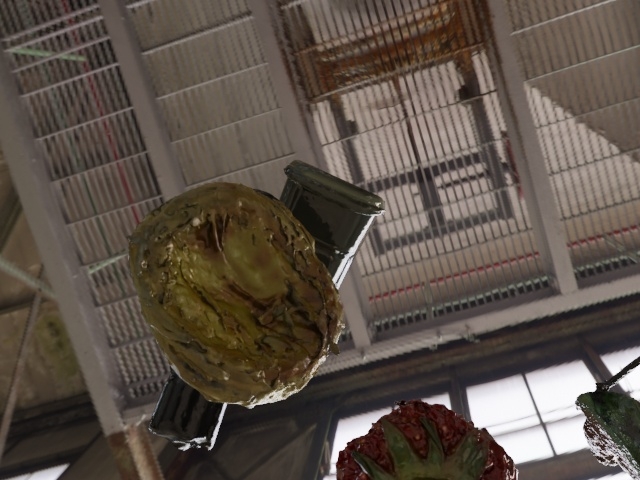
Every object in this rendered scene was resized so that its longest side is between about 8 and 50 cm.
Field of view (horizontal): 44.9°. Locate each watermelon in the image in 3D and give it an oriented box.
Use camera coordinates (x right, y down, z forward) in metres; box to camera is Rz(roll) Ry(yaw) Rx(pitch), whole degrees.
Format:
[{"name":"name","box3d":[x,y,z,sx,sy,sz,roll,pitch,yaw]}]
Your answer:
[{"name":"watermelon","box3d":[0.327,0.218,0.836,0.080,0.101,0.155,-19,-58,18]}]

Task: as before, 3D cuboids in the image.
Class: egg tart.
[{"name":"egg tart","box3d":[-0.095,0.059,0.816,0.252,0.098,0.232,33,-122,-16]}]

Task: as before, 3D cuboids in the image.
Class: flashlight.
[{"name":"flashlight","box3d":[-0.150,0.110,1.203,0.103,0.103,0.424,15,-114,4]}]

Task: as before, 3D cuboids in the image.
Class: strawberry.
[{"name":"strawberry","box3d":[0.162,0.368,1.155,0.292,0.343,0.292,-1,-95,9]}]

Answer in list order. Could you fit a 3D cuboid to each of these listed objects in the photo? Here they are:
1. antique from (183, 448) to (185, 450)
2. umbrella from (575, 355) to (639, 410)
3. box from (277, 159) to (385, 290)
[{"name":"antique","box3d":[-0.213,0.326,1.279,0.015,0.192,0.031,28,-102,3]},{"name":"umbrella","box3d":[0.378,0.176,0.987,0.148,0.022,0.022,-27,-51,-20]},{"name":"box","box3d":[0.000,0.000,1.063,0.138,0.274,0.178,24,-85,6]}]
